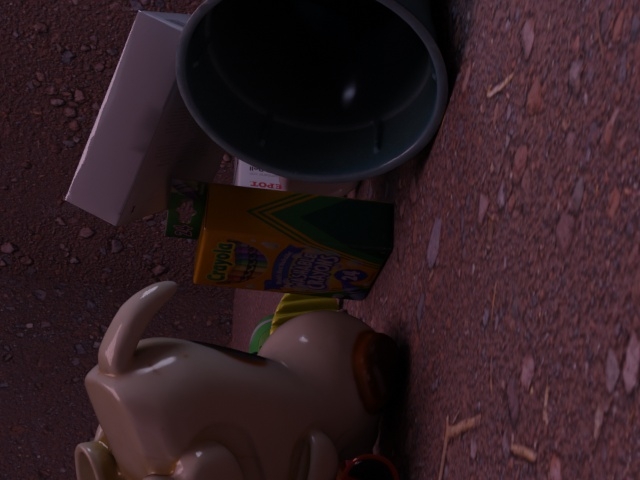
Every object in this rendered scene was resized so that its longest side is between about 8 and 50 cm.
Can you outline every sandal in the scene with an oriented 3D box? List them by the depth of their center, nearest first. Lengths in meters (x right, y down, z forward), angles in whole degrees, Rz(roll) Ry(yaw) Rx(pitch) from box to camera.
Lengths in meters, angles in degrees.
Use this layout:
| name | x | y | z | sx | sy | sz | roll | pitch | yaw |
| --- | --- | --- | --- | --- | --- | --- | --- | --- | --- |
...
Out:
| name | x | y | z | sx | sy | sz | roll | pitch | yaw |
| --- | --- | --- | --- | --- | --- | --- | --- | --- | --- |
| sandal | -0.035 | 0.225 | 2.127 | 0.138 | 0.126 | 0.317 | 118 | 160 | -80 |

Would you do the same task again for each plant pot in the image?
| name | x | y | z | sx | sy | sz | roll | pitch | yaw |
| --- | --- | --- | --- | --- | --- | --- | --- | --- | --- |
| plant pot | 0.008 | -0.312 | 1.606 | 0.341 | 0.341 | 0.334 | 105 | 176 | -48 |

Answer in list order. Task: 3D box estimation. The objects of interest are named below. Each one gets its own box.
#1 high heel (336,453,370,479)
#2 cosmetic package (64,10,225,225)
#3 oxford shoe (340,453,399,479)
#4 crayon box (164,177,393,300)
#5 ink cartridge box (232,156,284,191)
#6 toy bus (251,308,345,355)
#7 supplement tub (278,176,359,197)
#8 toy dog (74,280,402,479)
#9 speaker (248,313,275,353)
| name | x | y | z | sx | sy | sz | roll | pitch | yaw |
| --- | --- | --- | --- | --- | --- | --- | --- | --- | --- |
| high heel | 0.009 | 0.354 | 1.679 | 0.244 | 0.117 | 0.082 | -92 | 11 | -46 |
| cosmetic package | -0.212 | -0.188 | 1.782 | 0.284 | 0.097 | 0.377 | -68 | -9 | 13 |
| oxford shoe | 0.060 | 0.401 | 1.450 | 0.098 | 0.097 | 0.271 | 74 | -157 | -62 |
| crayon box | -0.071 | 0.004 | 1.804 | 0.203 | 0.323 | 0.083 | 112 | 163 | -64 |
| ink cartridge box | -0.061 | -0.141 | 2.306 | 0.117 | 0.201 | 0.278 | 106 | 168 | -50 |
| toy bus | -0.008 | 0.197 | 1.970 | 0.104 | 0.202 | 0.191 | 67 | 165 | -3 |
| supplement tub | -0.009 | -0.182 | 2.096 | 0.144 | 0.144 | 0.199 | 109 | 158 | -56 |
| toy dog | -0.093 | 0.222 | 1.555 | 0.285 | 0.408 | 0.395 | -8 | 96 | 56 |
| speaker | -0.076 | 0.271 | 2.337 | 0.296 | 0.131 | 0.131 | -95 | 14 | -57 |
